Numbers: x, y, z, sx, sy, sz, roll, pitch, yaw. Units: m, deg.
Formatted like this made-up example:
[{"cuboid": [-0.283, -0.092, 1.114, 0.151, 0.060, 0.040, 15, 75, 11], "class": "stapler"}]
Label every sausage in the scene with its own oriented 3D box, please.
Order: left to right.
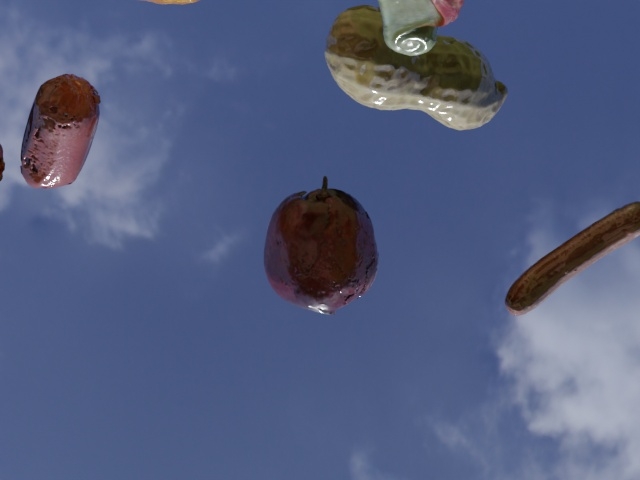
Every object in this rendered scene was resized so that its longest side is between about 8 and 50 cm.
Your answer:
[{"cuboid": [-0.270, -0.111, 1.147, 0.076, 0.141, 0.076, 16, -139, -14], "class": "sausage"}, {"cuboid": [0.279, 0.020, 1.215, 0.186, 0.043, 0.043, -35, -122, 3], "class": "sausage"}]

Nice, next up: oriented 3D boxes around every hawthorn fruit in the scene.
[{"cuboid": [0.000, 0.000, 1.347, 0.148, 0.172, 0.148, -4, -151, 2], "class": "hawthorn fruit"}]

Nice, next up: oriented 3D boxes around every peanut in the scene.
[{"cuboid": [0.130, -0.224, 1.498, 0.298, 0.136, 0.120, 14, -115, -30], "class": "peanut"}]

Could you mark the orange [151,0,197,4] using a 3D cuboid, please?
[{"cuboid": [-0.115, -0.349, 0.941, 0.341, 0.340, 0.293, -17, -94, -9], "class": "orange"}]

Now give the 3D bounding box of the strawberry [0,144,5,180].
[{"cuboid": [-0.446, -0.125, 1.318, 0.082, 0.188, 0.121, -15, -153, 12], "class": "strawberry"}]

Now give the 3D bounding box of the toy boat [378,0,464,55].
[{"cuboid": [0.031, -0.139, 0.462, 0.071, 0.185, 0.089, -5, -119, 26], "class": "toy boat"}]
